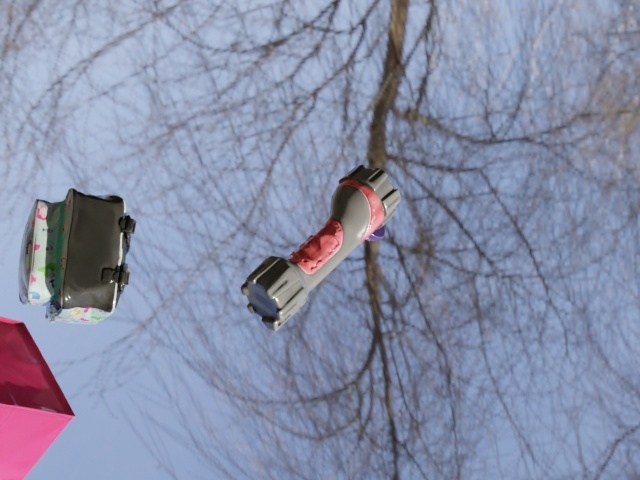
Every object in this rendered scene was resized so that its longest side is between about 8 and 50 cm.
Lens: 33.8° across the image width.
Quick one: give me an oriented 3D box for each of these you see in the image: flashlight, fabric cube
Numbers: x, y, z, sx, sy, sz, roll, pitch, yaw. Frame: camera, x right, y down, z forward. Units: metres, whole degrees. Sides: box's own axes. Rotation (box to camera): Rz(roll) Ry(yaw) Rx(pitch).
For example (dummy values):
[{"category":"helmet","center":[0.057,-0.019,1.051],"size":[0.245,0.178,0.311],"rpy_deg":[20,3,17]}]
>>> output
[{"category":"flashlight","center":[0.000,0.000,1.607],"size":[0.103,0.103,0.304],"rpy_deg":[40,-127,12]},{"category":"fabric cube","center":[-0.625,0.285,1.770],"size":[0.258,0.259,0.254],"rpy_deg":[-50,-128,13]}]

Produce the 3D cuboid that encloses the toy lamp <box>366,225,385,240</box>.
[{"category":"toy lamp","center":[-0.008,0.039,1.829],"size":[0.275,0.080,0.080],"rpy_deg":[-36,-148,29]}]

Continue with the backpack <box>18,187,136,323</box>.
[{"category":"backpack","center":[-0.433,0.038,1.856],"size":[0.191,0.253,0.225],"rpy_deg":[5,-103,-13]}]
